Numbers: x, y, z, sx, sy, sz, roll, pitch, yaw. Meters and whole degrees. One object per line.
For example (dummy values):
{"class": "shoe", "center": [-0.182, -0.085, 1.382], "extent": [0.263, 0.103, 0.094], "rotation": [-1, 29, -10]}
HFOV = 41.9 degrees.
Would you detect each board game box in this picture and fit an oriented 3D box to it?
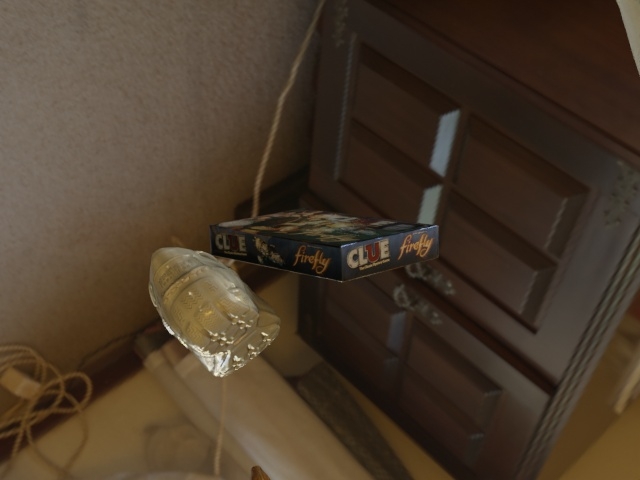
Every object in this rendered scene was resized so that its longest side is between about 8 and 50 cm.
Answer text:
{"class": "board game box", "center": [0.000, 0.000, 1.033], "extent": [0.165, 0.243, 0.042], "rotation": [-12, 104, -42]}

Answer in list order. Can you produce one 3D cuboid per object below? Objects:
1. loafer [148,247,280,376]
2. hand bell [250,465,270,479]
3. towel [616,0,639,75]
{"class": "loafer", "center": [-0.120, 0.081, 0.963], "extent": [0.112, 0.111, 0.319], "rotation": [-38, 165, -10]}
{"class": "hand bell", "center": [-0.082, 0.476, 1.433], "extent": [0.126, 0.242, 0.126], "rotation": [-8, 121, -13]}
{"class": "towel", "center": [0.375, -0.126, 0.569], "extent": [0.321, 0.374, 0.090], "rotation": [-25, -170, -8]}
